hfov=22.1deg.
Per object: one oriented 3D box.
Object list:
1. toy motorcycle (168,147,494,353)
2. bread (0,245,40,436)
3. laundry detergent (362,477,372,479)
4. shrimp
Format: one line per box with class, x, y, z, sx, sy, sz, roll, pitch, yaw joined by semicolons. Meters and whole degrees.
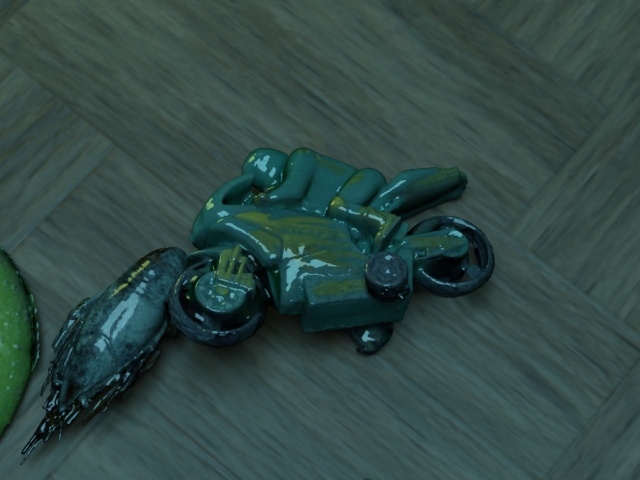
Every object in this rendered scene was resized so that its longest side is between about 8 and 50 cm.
toy motorcycle;0.002;0.000;1.456;0.296;0.109;0.198;-6;57;-14
bread;-0.395;0.095;1.432;0.301;0.045;0.301;1;69;-3
laundry detergent;-0.037;0.294;1.339;0.181;0.091;0.253;43;73;12
shrimp;-0.192;0.097;1.424;0.090;0.079;0.233;34;76;15
